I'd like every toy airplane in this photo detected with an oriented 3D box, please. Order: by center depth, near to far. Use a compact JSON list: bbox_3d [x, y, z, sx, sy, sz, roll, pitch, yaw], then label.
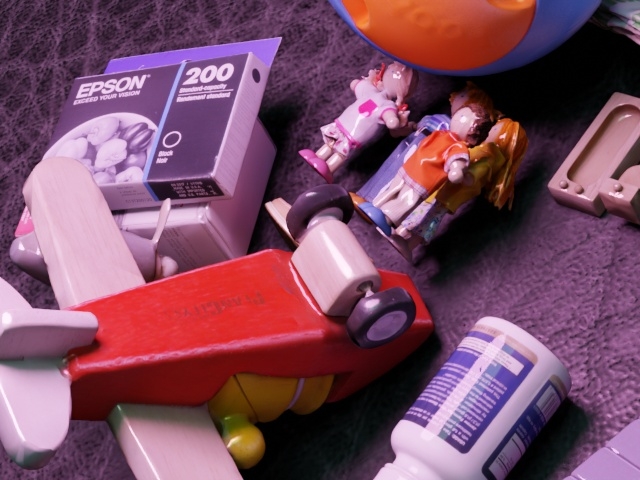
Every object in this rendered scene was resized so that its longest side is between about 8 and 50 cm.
[{"bbox_3d":[-0.132,0.120,1.390,0.384,0.272,0.386,21,47,5],"label":"toy airplane"}]

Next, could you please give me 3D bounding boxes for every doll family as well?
[{"bbox_3d":[0.101,-0.075,1.545,0.163,0.118,0.263,-44,28,0],"label":"doll family"}]

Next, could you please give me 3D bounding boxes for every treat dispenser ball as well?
[{"bbox_3d":[0.130,-0.290,1.508,0.288,0.288,0.288,-15,49,18],"label":"treat dispenser ball"}]

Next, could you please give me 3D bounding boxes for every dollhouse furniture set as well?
[{"bbox_3d":[0.278,-0.100,1.437,0.151,0.123,0.144,23,68,40],"label":"dollhouse furniture set"}]

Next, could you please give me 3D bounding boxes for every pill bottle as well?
[{"bbox_3d":[0.115,0.152,1.346,0.094,0.094,0.169,26,70,41],"label":"pill bottle"}]

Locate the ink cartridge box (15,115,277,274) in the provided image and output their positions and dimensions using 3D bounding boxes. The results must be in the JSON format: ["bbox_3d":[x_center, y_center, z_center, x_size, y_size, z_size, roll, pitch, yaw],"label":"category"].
[{"bbox_3d":[-0.169,-0.049,1.668,0.218,0.092,0.158,-5,51,28],"label":"ink cartridge box"}]

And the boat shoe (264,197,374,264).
[{"bbox_3d":[0.000,0.000,1.568,0.045,0.050,0.135,-39,56,-9],"label":"boat shoe"}]

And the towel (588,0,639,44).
[{"bbox_3d":[0.363,-0.248,1.473,0.248,0.038,0.325,-34,18,1],"label":"towel"}]

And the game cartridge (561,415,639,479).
[{"bbox_3d":[0.293,0.260,1.150,0.230,0.068,0.355,-32,43,-24],"label":"game cartridge"}]

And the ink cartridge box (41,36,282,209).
[{"bbox_3d":[-0.156,-0.122,1.628,0.206,0.045,0.208,-5,50,26],"label":"ink cartridge box"}]
